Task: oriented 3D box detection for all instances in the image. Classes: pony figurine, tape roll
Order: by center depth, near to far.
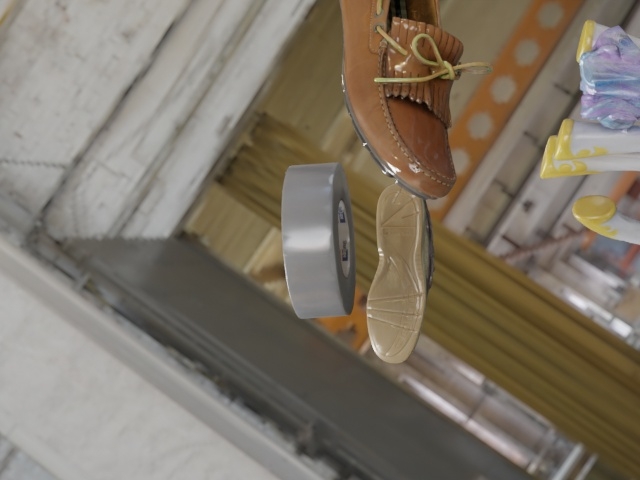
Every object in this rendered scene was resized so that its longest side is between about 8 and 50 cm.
[{"bbox_3d":[0.422,-0.103,1.379,0.351,0.364,0.302,97,-172,-53],"label":"pony figurine"},{"bbox_3d":[0.000,0.000,1.973,0.219,0.072,0.219,-4,-90,-82],"label":"tape roll"}]

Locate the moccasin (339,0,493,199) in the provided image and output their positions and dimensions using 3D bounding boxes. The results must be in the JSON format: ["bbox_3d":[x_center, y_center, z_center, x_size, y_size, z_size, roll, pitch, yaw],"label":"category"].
[{"bbox_3d":[0.113,-0.220,1.682,0.147,0.139,0.380,-30,46,33],"label":"moccasin"}]

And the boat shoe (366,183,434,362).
[{"bbox_3d":[0.137,0.051,2.223,0.092,0.103,0.285,-4,-84,-61],"label":"boat shoe"}]
